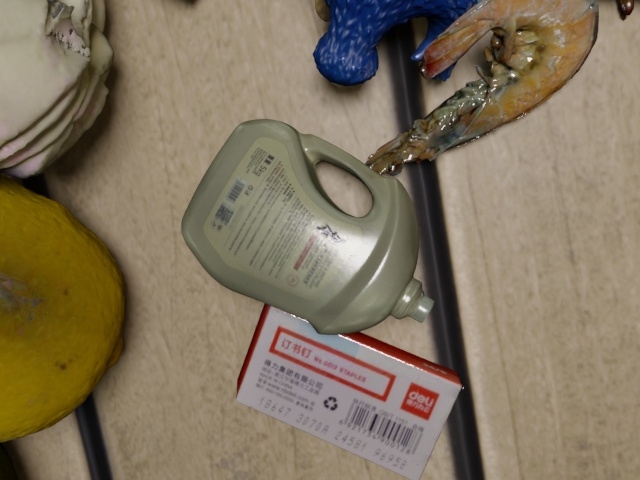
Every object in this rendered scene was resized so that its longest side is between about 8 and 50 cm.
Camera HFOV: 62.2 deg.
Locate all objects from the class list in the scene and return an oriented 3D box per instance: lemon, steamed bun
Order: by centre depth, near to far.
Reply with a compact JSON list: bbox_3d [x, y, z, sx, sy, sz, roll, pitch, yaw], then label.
[{"bbox_3d":[-0.317,-0.168,0.478,0.275,0.320,0.206,8,134,29],"label":"steamed bun"},{"bbox_3d":[-0.335,0.065,0.517,0.260,0.284,0.261,-9,73,30],"label":"lemon"}]

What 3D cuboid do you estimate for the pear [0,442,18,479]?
[{"bbox_3d":[-0.487,0.304,0.516,0.351,0.413,0.352,0,86,2],"label":"pear"}]

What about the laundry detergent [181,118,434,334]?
[{"bbox_3d":[0.000,0.000,0.531,0.253,0.091,0.181,31,92,10],"label":"laundry detergent"}]

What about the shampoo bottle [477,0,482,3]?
[{"bbox_3d":[0.183,-0.258,0.482,0.258,0.061,0.104,8,111,12],"label":"shampoo bottle"}]

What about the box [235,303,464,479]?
[{"bbox_3d":[0.024,0.157,0.579,0.229,0.050,0.123,21,99,7],"label":"box"}]

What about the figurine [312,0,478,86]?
[{"bbox_3d":[0.055,-0.232,0.420,0.164,0.121,0.262,12,131,4],"label":"figurine"}]

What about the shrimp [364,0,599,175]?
[{"bbox_3d":[0.132,-0.142,0.492,0.251,0.143,0.052,-37,48,18],"label":"shrimp"}]

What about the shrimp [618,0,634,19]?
[{"bbox_3d":[0.323,-0.228,0.490,0.083,0.023,0.114,-37,85,15],"label":"shrimp"}]
